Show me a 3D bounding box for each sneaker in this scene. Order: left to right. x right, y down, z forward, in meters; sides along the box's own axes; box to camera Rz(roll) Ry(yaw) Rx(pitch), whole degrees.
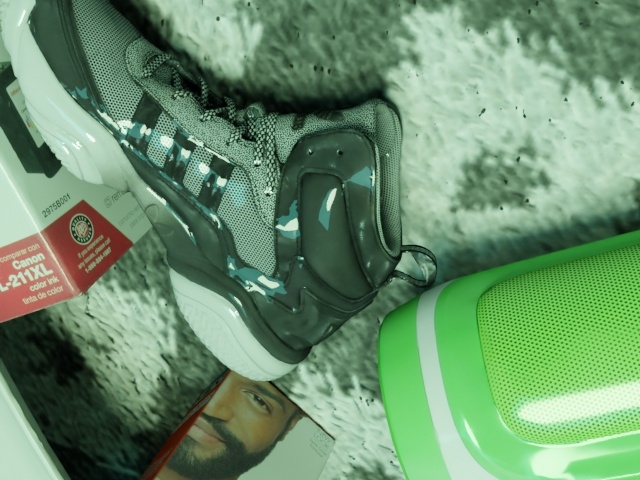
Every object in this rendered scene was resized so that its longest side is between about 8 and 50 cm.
[{"bbox_3d":[-0.045,-0.060,0.500,0.153,0.101,0.269,-28,103,23],"label":"sneaker"}]

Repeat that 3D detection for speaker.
[{"bbox_3d":[0.184,0.052,0.447,0.296,0.131,0.131,-16,110,17],"label":"speaker"}]

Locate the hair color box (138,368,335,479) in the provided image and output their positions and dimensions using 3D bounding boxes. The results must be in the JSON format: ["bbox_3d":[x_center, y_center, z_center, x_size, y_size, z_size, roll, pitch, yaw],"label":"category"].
[{"bbox_3d":[-0.062,0.160,0.572,0.093,0.167,0.053,42,122,-5],"label":"hair color box"}]

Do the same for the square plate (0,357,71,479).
[{"bbox_3d":[-0.310,0.156,0.627,0.347,0.049,0.344,-31,88,25],"label":"square plate"}]

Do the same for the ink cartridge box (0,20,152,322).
[{"bbox_3d":[-0.176,-0.061,0.523,0.072,0.127,0.175,-17,109,24],"label":"ink cartridge box"}]
